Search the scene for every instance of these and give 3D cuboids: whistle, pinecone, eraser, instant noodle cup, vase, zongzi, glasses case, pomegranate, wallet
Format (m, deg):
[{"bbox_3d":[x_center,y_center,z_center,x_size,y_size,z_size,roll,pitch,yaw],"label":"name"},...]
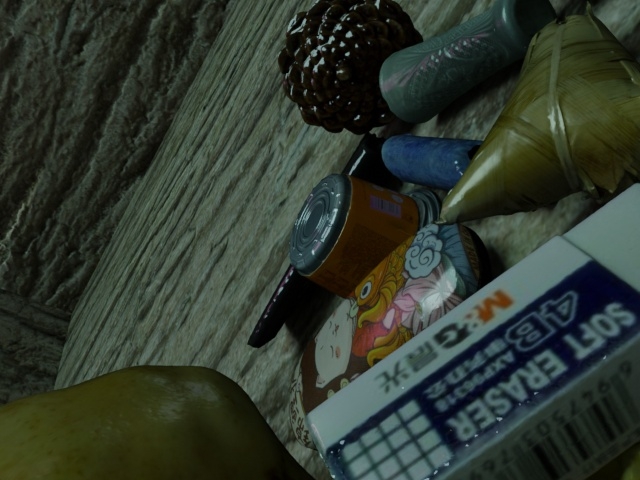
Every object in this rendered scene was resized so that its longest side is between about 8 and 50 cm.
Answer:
[{"bbox_3d":[0.148,-0.080,0.846,0.062,0.062,0.304,-66,22,1],"label":"whistle"},{"bbox_3d":[0.045,-0.245,1.084,0.208,0.208,0.208,-50,27,37],"label":"pinecone"},{"bbox_3d":[0.137,0.090,0.510,0.287,0.086,0.130,-35,27,1],"label":"eraser"},{"bbox_3d":[0.041,-0.001,0.925,0.208,0.125,0.177,-31,41,56],"label":"instant noodle cup"},{"bbox_3d":[0.167,-0.211,0.899,0.219,0.096,0.096,-19,51,59],"label":"vase"},{"bbox_3d":[0.177,-0.099,0.663,0.197,0.099,0.194,-20,37,16],"label":"zongzi"},{"bbox_3d":[0.062,0.108,0.824,0.321,0.082,0.122,-51,32,35],"label":"glasses case"},{"bbox_3d":[-0.136,0.251,0.555,0.332,0.332,0.332,-50,27,37],"label":"pomegranate"},{"bbox_3d":[0.000,0.000,1.093,0.321,0.044,0.170,-61,1,15],"label":"wallet"}]

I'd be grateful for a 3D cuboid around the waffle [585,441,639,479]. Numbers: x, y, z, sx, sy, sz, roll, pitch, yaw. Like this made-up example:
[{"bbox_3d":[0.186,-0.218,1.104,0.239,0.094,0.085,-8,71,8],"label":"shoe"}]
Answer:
[{"bbox_3d":[0.174,0.235,0.460,0.250,0.056,0.261,-61,16,16],"label":"waffle"}]
